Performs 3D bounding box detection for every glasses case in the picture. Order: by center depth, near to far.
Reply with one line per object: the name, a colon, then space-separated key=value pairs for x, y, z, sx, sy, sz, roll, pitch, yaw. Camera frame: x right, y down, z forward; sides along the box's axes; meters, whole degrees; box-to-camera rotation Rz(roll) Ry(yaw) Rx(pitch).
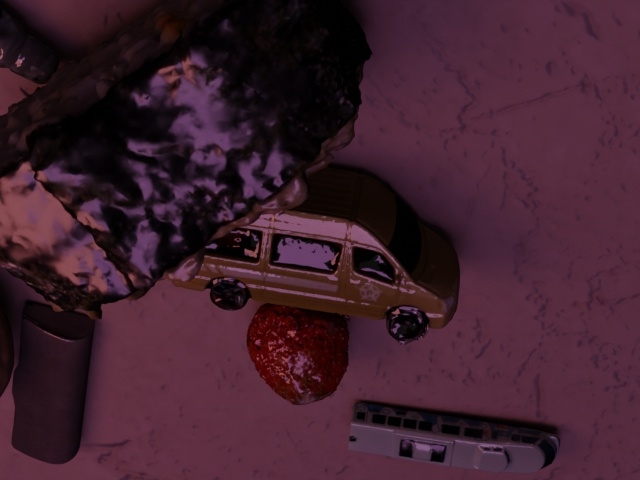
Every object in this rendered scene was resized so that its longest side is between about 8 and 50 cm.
glasses case: x=-0.269 y=0.144 z=1.697 sx=0.072 sy=0.042 sz=0.190 roll=16 pitch=131 yaw=4

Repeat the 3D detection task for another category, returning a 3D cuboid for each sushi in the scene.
sushi: x=-0.122 y=-0.082 z=1.350 sx=0.350 sy=0.211 sz=0.171 roll=-33 pitch=110 yaw=8

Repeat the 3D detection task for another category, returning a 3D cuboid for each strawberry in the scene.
strawberry: x=-0.022 y=0.103 z=1.589 sx=0.106 sy=0.106 sz=0.106 roll=4 pitch=131 yaw=4

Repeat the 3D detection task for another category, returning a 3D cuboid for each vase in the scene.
vase: x=-0.308 y=-0.190 z=1.397 sx=0.211 sy=0.060 sz=0.060 roll=29 pitch=129 yaw=-23

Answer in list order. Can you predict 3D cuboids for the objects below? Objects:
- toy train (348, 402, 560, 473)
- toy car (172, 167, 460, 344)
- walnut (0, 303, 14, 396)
toy train: x=0.132 y=0.198 z=1.682 sx=0.207 sy=0.047 sz=0.043 roll=7 pitch=130 yaw=3
toy car: x=0.000 y=0.000 z=1.491 sx=0.257 sy=0.101 sz=0.124 roll=9 pitch=128 yaw=2
walnut: x=-0.360 y=0.104 z=1.610 sx=0.140 sy=0.140 sz=0.162 roll=2 pitch=121 yaw=6
